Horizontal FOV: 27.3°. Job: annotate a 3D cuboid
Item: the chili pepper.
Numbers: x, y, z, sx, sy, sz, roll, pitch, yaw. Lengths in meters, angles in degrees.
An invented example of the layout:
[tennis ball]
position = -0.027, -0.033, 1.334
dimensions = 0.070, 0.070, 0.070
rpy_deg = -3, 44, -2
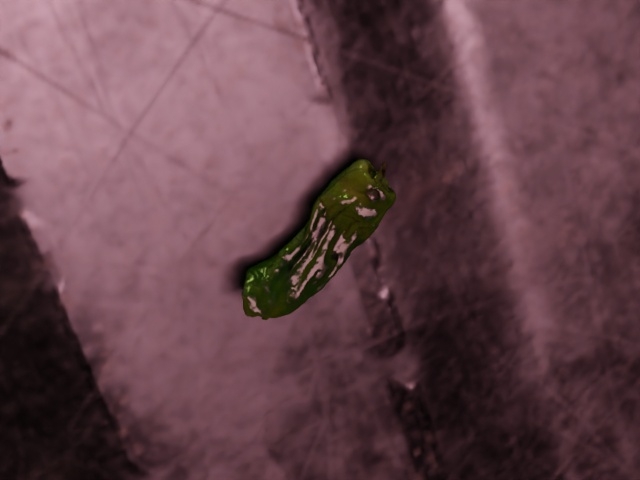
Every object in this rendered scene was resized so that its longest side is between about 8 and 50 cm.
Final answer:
[chili pepper]
position = 0.000, 0.001, 0.587
dimensions = 0.030, 0.034, 0.091
rpy_deg = 44, 90, 5
